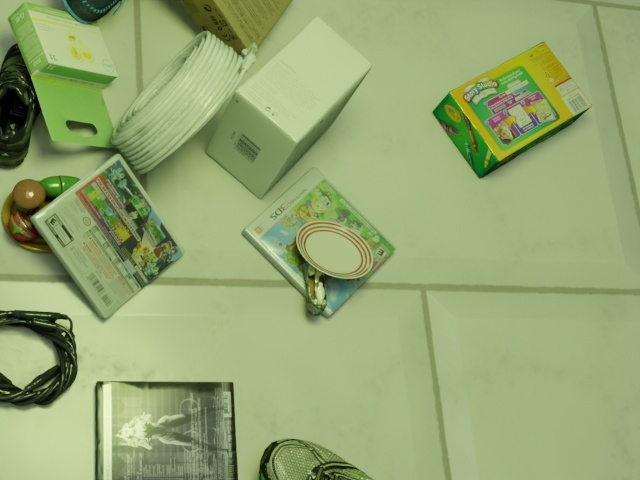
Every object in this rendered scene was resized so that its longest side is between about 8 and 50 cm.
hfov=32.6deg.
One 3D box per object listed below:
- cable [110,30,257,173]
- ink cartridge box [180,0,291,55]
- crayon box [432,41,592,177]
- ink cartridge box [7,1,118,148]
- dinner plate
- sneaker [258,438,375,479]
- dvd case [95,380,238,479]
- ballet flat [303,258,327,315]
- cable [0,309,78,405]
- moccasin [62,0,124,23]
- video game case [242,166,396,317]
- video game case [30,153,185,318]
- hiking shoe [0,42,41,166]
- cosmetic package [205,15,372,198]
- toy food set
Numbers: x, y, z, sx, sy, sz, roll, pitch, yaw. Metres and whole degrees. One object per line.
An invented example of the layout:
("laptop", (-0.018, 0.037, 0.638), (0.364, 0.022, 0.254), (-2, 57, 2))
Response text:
("cable", (-0.237, -0.228, 1.800), (0.089, 0.257, 0.257), (43, 47, -19))
("ink cartridge box", (-0.166, -0.478, 1.970), (0.234, 0.088, 0.193), (54, 53, -34))
("crayon box", (0.377, -0.259, 2.143), (0.278, 0.081, 0.165), (-30, 80, -28))
("ink cartridge box", (-0.411, -0.274, 1.828), (0.171, 0.056, 0.235), (2, 60, -58))
("dinner plate", (0.023, 0.019, 1.883), (0.141, 0.017, 0.141), (16, 38, -13))
("sneaker", (0.063, 0.408, 1.708), (0.343, 0.146, 0.134), (30, 61, -5))
("dvd case", (-0.241, 0.302, 1.714), (0.221, 0.018, 0.164), (3, 68, -20))
("ballet flat", (-0.005, 0.070, 1.858), (0.041, 0.041, 0.114), (4, 66, -19))
("cable", (-0.467, 0.178, 1.674), (0.184, 0.047, 0.150), (5, 72, -21))
("moccasin", (-0.352, -0.526, 1.925), (0.138, 0.117, 0.342), (47, 46, -38))
("video game case", (0.000, 0.000, 1.927), (0.212, 0.023, 0.193), (45, 61, 2))
("video game case", (-0.339, -0.008, 1.763), (0.183, 0.023, 0.201), (-42, 110, -29))
("hiking shoe", (-0.492, -0.239, 1.796), (0.086, 0.114, 0.227), (9, 66, -17))
("cosmetic package", (-0.056, -0.226, 1.888), (0.138, 0.224, 0.224), (40, 61, 0))
("toy food set", (-0.438, -0.050, 1.760), (0.218, 0.071, 0.128), (-5, 70, -22))
